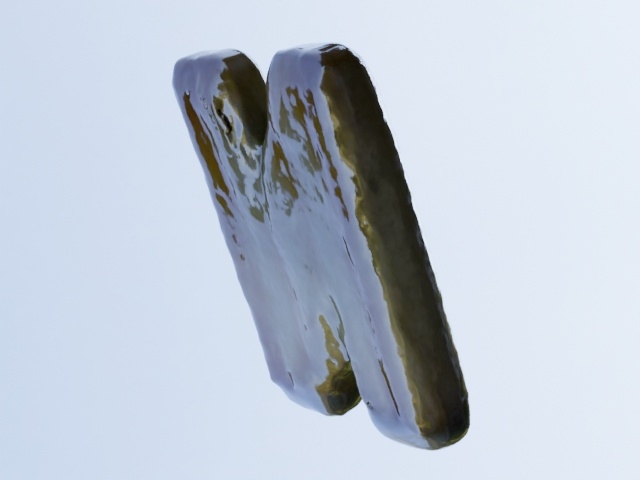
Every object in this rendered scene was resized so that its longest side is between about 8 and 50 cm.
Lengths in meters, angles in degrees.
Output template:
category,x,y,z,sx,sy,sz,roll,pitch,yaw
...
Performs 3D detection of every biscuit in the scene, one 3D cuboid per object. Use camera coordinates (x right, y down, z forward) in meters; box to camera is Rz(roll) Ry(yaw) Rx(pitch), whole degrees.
category,x,y,z,sx,sy,sz,roll,pitch,yaw
biscuit,0.000,0.000,1.061,0.062,0.237,0.290,-26,-74,-26
